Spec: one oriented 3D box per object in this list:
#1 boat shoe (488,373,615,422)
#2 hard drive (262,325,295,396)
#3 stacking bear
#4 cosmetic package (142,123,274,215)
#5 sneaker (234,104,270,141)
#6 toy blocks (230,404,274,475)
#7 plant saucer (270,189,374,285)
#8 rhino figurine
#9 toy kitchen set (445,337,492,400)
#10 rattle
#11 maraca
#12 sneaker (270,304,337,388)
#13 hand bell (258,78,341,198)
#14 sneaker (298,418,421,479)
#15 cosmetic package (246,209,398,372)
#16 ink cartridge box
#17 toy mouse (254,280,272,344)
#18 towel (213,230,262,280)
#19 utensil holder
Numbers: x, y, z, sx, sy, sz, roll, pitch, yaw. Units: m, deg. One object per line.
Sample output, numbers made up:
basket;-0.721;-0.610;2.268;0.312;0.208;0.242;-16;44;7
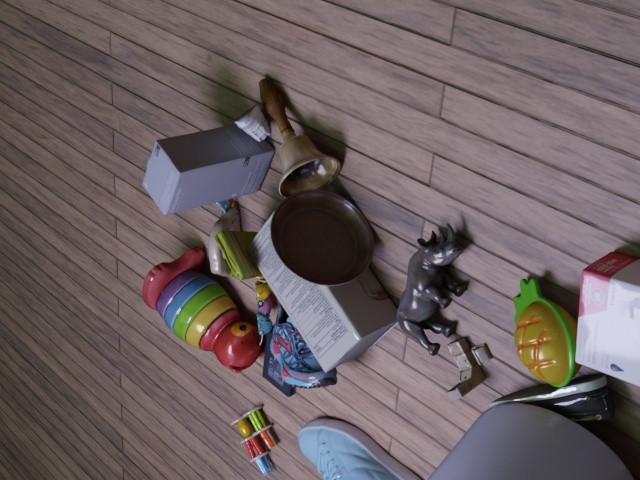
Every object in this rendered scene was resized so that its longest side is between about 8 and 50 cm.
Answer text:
boat shoe;0.367;0.270;1.514;0.227;0.081;0.069;-24;84;48
hard drive;-0.088;0.268;2.083;0.094;0.022;0.135;34;130;35
stacking bear;-0.250;0.178;2.134;0.289;0.175;0.164;41;132;20
cosmetic package;-0.224;-0.146;1.880;0.107;0.238;0.127;49;138;23
sneaker;-0.125;-0.226;1.833;0.053;0.152;0.061;-33;91;9
toy blocks;-0.143;0.475;2.215;0.123;0.054;0.148;-41;75;50
plant saucer;0.000;0.000;1.728;0.199;0.198;0.036;56;151;15
rhino figurine;0.193;0.076;1.635;0.106;0.073;0.243;32;128;32
toy kitchen set;0.249;0.219;1.631;0.068;0.075;0.083;-30;88;50
rattle;-0.165;-0.021;2.009;0.142;0.130;0.200;3;83;37
maraca;0.349;0.143;1.471;0.127;0.099;0.186;104;154;-43
sneaker;-0.042;0.207;1.894;0.262;0.104;0.125;-141;49;-60
hand bell;-0.067;-0.212;1.799;0.242;0.126;0.126;64;142;24
sneaker;0.058;0.484;1.913;0.366;0.150;0.135;22;122;42
cosmetic package;0.005;0.081;1.808;0.296;0.129;0.153;58;138;14
ink cartridge box;0.477;0.125;1.316;0.218;0.092;0.159;18;120;41
toy mouse;-0.119;0.154;2.000;0.161;0.031;0.143;-105;11;-80
towel;-0.142;0.030;1.896;0.021;0.237;0.102;-28;83;15
utensil holder;0.267;0.484;1.431;0.327;0.385;0.328;27;141;25
